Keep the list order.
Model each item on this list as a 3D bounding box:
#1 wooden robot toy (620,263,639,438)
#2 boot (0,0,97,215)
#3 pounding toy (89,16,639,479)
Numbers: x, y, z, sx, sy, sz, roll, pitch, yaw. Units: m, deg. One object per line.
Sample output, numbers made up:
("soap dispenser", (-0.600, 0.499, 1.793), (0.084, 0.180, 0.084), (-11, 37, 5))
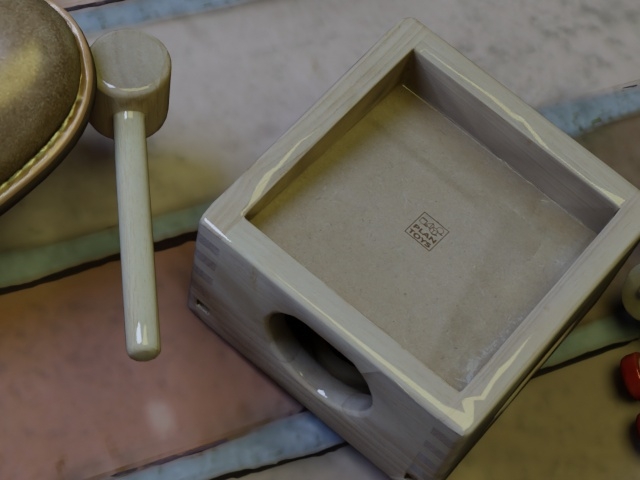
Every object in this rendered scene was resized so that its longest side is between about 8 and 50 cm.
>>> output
("wooden robot toy", (0.179, 0.054, 0.721), (0.079, 0.076, 0.173), (17, 56, -52))
("boot", (-0.220, -0.035, 0.551), (0.305, 0.115, 0.112), (-17, 69, -16))
("pounding toy", (-0.010, 0.003, 0.653), (0.206, 0.094, 0.181), (39, 65, 11))
